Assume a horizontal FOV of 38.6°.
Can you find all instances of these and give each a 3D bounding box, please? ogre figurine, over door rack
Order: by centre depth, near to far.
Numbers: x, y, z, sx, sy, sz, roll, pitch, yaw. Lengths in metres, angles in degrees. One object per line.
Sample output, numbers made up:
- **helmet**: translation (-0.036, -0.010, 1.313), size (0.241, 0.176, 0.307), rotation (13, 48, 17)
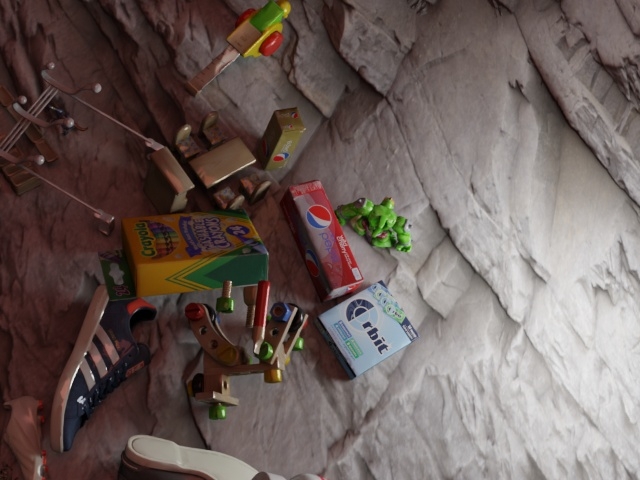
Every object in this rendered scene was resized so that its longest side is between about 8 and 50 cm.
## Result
- **over door rack**: translation (-0.509, -0.206, 1.945), size (0.324, 0.108, 0.239), rotation (37, 58, -14)
- **ogre figurine**: translation (0.134, -0.039, 2.106), size (0.197, 0.118, 0.097), rotation (43, 62, 3)

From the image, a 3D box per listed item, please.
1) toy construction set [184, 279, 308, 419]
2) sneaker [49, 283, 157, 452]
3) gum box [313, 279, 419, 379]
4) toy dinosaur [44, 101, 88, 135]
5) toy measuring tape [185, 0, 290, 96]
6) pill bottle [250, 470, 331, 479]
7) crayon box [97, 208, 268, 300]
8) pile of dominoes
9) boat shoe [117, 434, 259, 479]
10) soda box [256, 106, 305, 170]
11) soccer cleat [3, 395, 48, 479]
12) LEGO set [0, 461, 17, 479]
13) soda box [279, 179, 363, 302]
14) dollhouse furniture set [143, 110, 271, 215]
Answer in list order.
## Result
- **toy construction set**: translation (-0.152, 0.230, 1.809), size (0.257, 0.309, 0.237), rotation (7, 70, -6)
- **sneaker**: translation (-0.417, 0.255, 1.793), size (0.148, 0.131, 0.350), rotation (17, 63, -5)
- **gum box**: translation (0.103, 0.197, 2.036), size (0.184, 0.041, 0.157), rotation (-29, 78, -25)
- **toy dinosaur**: translation (-0.579, -0.274, 2.041), size (0.090, 0.047, 0.082), rotation (5, 51, -52)
- **toy measuring tape**: translation (-0.193, -0.460, 2.218), size (0.121, 0.121, 0.330), rotation (44, 84, 4)
- **pill bottle**: translation (0.010, 0.546, 1.737), size (0.318, 0.176, 0.176), rotation (24, 61, -23)
- **crayon box**: translation (-0.290, 0.024, 1.902), size (0.323, 0.083, 0.203), rotation (-6, 31, -18)
- **pile of dominoes**: translation (-0.705, -0.203, 1.972), size (0.196, 0.040, 0.251), rotation (-32, 72, -26)
- **boat shoe**: translation (-0.242, 0.475, 1.791), size (0.319, 0.116, 0.099), rotation (22, 105, -15)
- **soda box**: translation (-0.092, -0.229, 2.082), size (0.058, 0.181, 0.061), rotation (-12, 71, -22)
- **soccer cleat**: translation (-0.559, 0.391, 1.730), size (0.076, 0.068, 0.196), rotation (-6, 62, -15)
- **LEGO set**: translation (-0.592, 0.455, 1.710), size (0.054, 0.023, 0.083), rotation (-21, 75, -25)
- **soda box**: translation (0.000, 0.000, 2.060), size (0.083, 0.092, 0.263), rotation (-16, 73, -23)
- **dollhouse furniture set**: translation (-0.254, -0.161, 2.012), size (0.242, 0.161, 0.212), rotation (-32, 79, -27)
